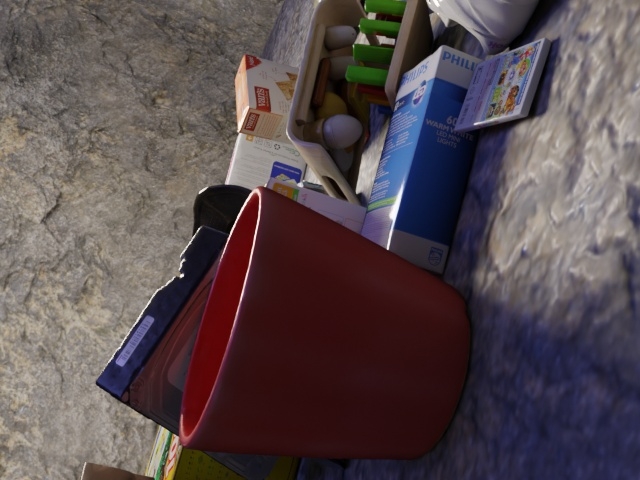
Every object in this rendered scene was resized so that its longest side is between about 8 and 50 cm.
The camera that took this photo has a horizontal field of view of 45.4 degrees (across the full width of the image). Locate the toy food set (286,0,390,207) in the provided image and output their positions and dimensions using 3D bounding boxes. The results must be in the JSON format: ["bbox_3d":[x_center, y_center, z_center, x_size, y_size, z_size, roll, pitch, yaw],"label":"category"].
[{"bbox_3d":[0.054,-0.200,1.173,0.220,0.092,0.306,51,-137,-50],"label":"toy food set"}]

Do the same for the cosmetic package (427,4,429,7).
[{"bbox_3d":[0.234,-0.542,1.028,0.284,0.097,0.378,152,134,-68],"label":"cosmetic package"}]

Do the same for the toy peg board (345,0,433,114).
[{"bbox_3d":[0.100,-0.261,1.097,0.160,0.079,0.161,45,-121,-71],"label":"toy peg board"}]

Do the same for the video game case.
[{"bbox_3d":[0.196,-0.165,0.831,0.122,0.011,0.087,-2,66,67],"label":"video game case"}]

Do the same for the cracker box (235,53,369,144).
[{"bbox_3d":[-0.036,-0.244,1.396,0.067,0.232,0.156,119,152,-42],"label":"cracker box"}]

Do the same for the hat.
[{"bbox_3d":[-0.062,0.022,1.266,0.134,0.331,0.331,-38,-10,-36],"label":"hat"}]

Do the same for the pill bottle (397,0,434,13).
[{"bbox_3d":[0.149,-0.411,1.220,0.152,0.086,0.086,-105,35,-66],"label":"pill bottle"}]

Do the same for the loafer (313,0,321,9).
[{"bbox_3d":[0.024,-0.600,1.903,0.251,0.094,0.087,-67,-2,-55],"label":"loafer"}]

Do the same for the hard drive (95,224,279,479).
[{"bbox_3d":[-0.115,0.168,1.026,0.064,0.339,0.237,19,67,36],"label":"hard drive"}]

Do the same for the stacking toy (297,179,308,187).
[{"bbox_3d":[0.014,-0.205,1.586,0.221,0.052,0.167,129,155,-56],"label":"stacking toy"}]

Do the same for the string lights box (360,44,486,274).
[{"bbox_3d":[0.123,-0.091,0.940,0.133,0.076,0.260,168,118,-75],"label":"string lights box"}]

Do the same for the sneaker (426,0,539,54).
[{"bbox_3d":[0.134,-0.340,0.892,0.305,0.114,0.152,55,156,24],"label":"sneaker"}]

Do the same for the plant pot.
[{"bbox_3d":[0.006,0.107,0.806,0.275,0.243,0.275,-163,90,-77],"label":"plant pot"}]

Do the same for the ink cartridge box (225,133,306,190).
[{"bbox_3d":[-0.147,-0.081,1.811,0.069,0.175,0.371,132,152,-61],"label":"ink cartridge box"}]

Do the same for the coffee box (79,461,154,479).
[{"bbox_3d":[-0.366,0.527,1.217,0.168,0.118,0.297,-99,29,-62],"label":"coffee box"}]

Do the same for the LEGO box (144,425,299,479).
[{"bbox_3d":[-0.207,0.470,1.323,0.372,0.193,0.501,170,116,-75],"label":"LEGO box"}]

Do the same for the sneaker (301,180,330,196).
[{"bbox_3d":[-0.031,-0.038,1.394,0.262,0.125,0.104,128,157,-56],"label":"sneaker"}]

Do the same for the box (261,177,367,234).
[{"bbox_3d":[0.000,0.000,1.050,0.114,0.203,0.103,158,128,-73],"label":"box"}]

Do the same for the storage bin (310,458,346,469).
[{"bbox_3d":[-0.020,0.236,1.024,0.091,0.135,0.098,-65,10,-20],"label":"storage bin"}]
